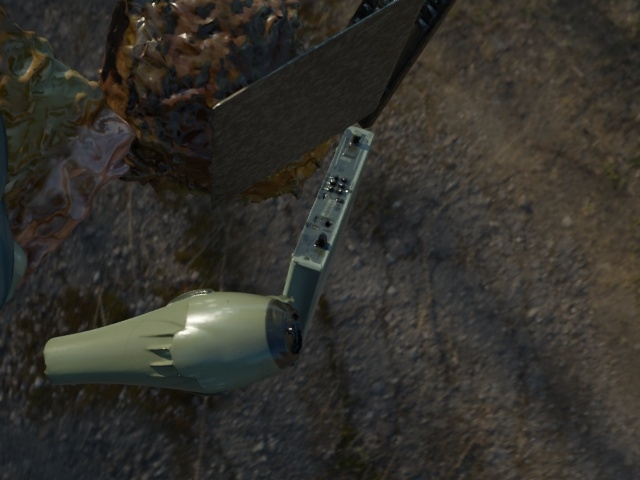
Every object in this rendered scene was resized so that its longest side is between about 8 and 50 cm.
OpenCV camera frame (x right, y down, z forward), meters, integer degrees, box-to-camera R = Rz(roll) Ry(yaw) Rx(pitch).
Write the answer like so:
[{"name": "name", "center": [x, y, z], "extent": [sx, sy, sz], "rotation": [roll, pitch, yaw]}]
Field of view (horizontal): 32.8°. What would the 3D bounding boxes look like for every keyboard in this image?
[{"name": "keyboard", "center": [0.096, -0.259, 1.104], "extent": [0.018, 0.309, 0.101], "rotation": [-8, 53, -45]}]

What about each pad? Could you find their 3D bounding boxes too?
[{"name": "pad", "center": [-0.009, -0.090, 0.747], "extent": [0.158, 0.235, 0.003], "rotation": [-32, 82, -12]}]

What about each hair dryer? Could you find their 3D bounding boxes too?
[{"name": "hair dryer", "center": [-0.127, 0.083, 0.947], "extent": [0.219, 0.225, 0.088], "rotation": [-8, 95, -3]}]

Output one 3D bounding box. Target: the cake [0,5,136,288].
[{"name": "cake", "center": [-0.380, -0.075, 1.074], "extent": [0.293, 0.307, 0.314], "rotation": [41, 76, -17]}]

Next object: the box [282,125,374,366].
[{"name": "box", "center": [0.001, 0.000, 1.370], "extent": [0.045, 0.210, 0.270], "rotation": [18, 46, 3]}]

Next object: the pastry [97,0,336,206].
[{"name": "pastry", "center": [-0.174, -0.236, 1.633], "extent": [0.338, 0.292, 0.405], "rotation": [-18, 108, -8]}]

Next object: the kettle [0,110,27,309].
[{"name": "kettle", "center": [-0.342, -0.003, 0.623], "extent": [0.342, 0.319, 0.247], "rotation": [-15, 56, -8]}]
